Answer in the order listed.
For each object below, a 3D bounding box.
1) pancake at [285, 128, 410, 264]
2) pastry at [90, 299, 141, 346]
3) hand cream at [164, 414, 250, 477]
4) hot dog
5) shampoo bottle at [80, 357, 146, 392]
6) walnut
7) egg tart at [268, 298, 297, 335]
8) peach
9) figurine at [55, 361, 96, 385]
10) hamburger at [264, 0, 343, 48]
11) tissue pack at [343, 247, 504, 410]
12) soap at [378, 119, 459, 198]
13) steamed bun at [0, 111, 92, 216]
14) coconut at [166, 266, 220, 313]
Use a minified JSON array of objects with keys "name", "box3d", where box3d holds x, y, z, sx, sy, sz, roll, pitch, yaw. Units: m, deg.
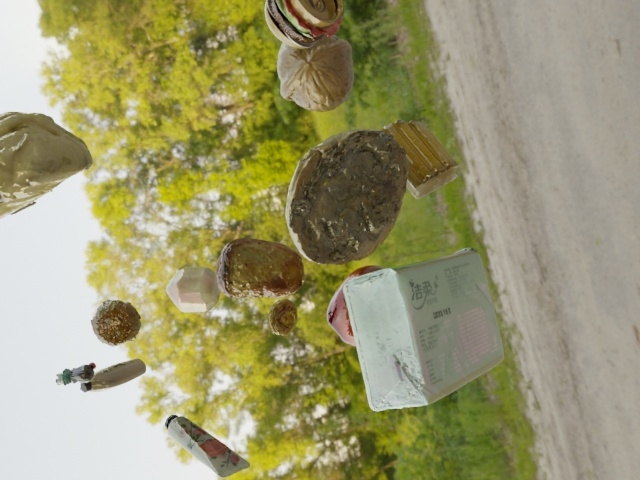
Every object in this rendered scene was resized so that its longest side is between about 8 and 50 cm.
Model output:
[{"name":"pancake","box3d":[0.057,-0.080,1.123,0.049,0.282,0.282,27,139,53]},{"name":"pastry","box3d":[-0.635,0.258,1.875,0.081,0.153,0.153,-108,2,-86]},{"name":"hand cream","box3d":[-0.253,0.436,1.280,0.234,0.080,0.050,18,106,40]},{"name":"hot dog","box3d":[-0.175,0.085,1.718,0.114,0.259,0.175,10,92,60]},{"name":"shampoo bottle","box3d":[-0.794,0.519,2.293,0.257,0.127,0.078,-16,-68,-53]},{"name":"walnut","box3d":[-0.013,-0.444,1.568,0.228,0.228,0.227,164,90,-89]},{"name":"egg tart","box3d":[-0.130,0.255,1.986,0.052,0.130,0.130,3,117,42]},{"name":"peach","box3d":[0.147,0.209,1.958,0.249,0.275,0.245,19,123,42]},{"name":"figurine","box3d":[-0.678,0.372,1.669,0.060,0.106,0.047,-96,-7,-57]},{"name":"hamburger","box3d":[-0.043,-0.498,1.313,0.137,0.175,0.175,-32,69,46]},{"name":"tissue pack","box3d":[0.271,0.214,1.537,0.405,0.205,0.331,-9,-97,-47]},{"name":"soap","box3d":[0.263,-0.240,1.681,0.232,0.140,0.073,57,172,30]},{"name":"steamed bun","box3d":[-0.793,-0.190,1.523,0.230,0.372,0.325,61,-175,-15]},{"name":"coconut","box3d":[-0.446,0.174,2.093,0.171,0.183,0.170,-4,-90,-81]}]
